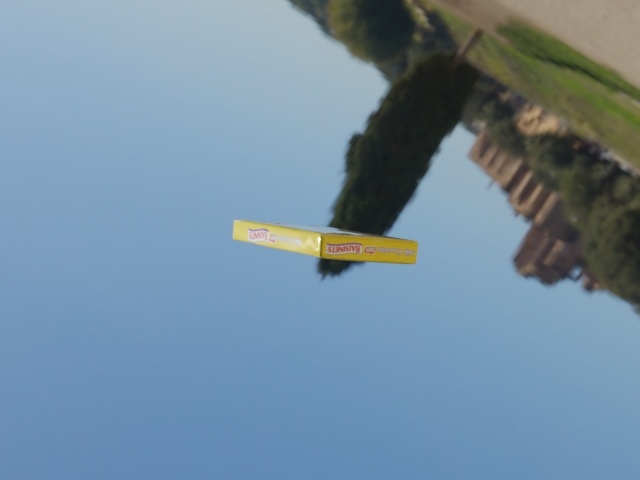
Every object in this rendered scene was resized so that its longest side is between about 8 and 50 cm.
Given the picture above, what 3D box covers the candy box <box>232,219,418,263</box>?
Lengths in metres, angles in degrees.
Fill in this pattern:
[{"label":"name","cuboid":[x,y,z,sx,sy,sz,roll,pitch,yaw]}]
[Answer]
[{"label":"candy box","cuboid":[0.000,0.000,1.238,0.105,0.027,0.206,2,-176,-27]}]
